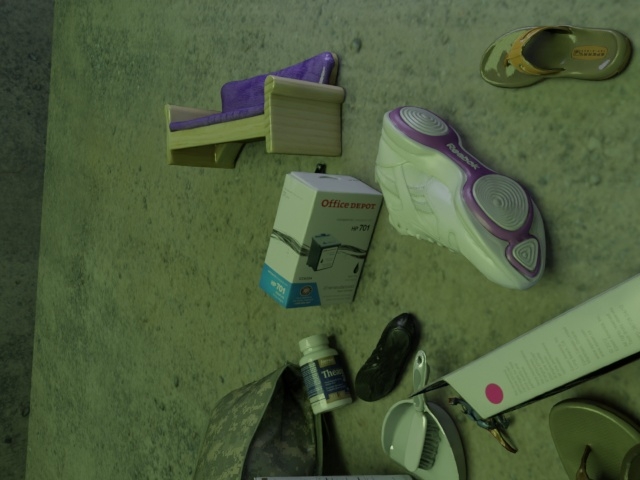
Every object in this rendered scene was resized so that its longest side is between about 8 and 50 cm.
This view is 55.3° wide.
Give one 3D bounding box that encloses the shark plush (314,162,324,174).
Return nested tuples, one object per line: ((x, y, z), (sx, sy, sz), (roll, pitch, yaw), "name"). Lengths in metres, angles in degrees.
((-0.031, -0.053, 1.046), (0.067, 0.073, 0.161), (-122, 35, -72), "shark plush")

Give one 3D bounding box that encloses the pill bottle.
((0.004, 0.217, 0.999), (0.067, 0.067, 0.120), (-36, 65, 44), "pill bottle")

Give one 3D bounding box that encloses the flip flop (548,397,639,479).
((0.308, 0.304, 0.634), (0.112, 0.080, 0.276), (-22, 75, 48), "flip flop")

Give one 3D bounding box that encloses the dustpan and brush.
((0.141, 0.248, 0.844), (0.147, 0.060, 0.211), (19, 106, 48), "dustpan and brush")

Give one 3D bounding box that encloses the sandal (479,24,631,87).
((0.258, -0.214, 0.701), (0.180, 0.049, 0.072), (16, 103, 48), "sandal")

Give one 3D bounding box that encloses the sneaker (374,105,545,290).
((0.169, -0.039, 0.787), (0.305, 0.114, 0.152), (58, 145, 36), "sneaker")

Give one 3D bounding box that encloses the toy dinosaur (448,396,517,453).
((0.202, 0.230, 0.791), (0.082, 0.047, 0.090), (-13, 92, 67), "toy dinosaur")

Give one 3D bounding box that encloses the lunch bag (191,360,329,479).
((-0.106, 0.367, 1.047), (0.235, 0.169, 0.286), (-36, 34, 48), "lunch bag")

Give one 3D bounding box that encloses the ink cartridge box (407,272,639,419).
((0.270, 0.098, 0.599), (0.371, 0.176, 0.069), (-40, 62, 43), "ink cartridge box")

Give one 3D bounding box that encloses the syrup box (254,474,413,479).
((0.024, 0.390, 0.842), (0.096, 0.237, 0.093), (-143, 58, -74), "syrup box")

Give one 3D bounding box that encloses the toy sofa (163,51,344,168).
((-0.131, -0.226, 1.080), (0.363, 0.150, 0.177), (4, 95, 50), "toy sofa")

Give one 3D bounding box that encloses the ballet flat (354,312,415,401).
((0.100, 0.181, 0.915), (0.058, 0.049, 0.173), (31, 123, 8), "ballet flat")

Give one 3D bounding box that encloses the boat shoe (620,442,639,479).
((0.383, 0.317, 0.535), (0.110, 0.105, 0.307), (-50, 57, 49), "boat shoe")

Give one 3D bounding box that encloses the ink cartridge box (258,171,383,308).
((0.000, 0.000, 0.940), (0.082, 0.140, 0.190), (36, 118, 44), "ink cartridge box")
